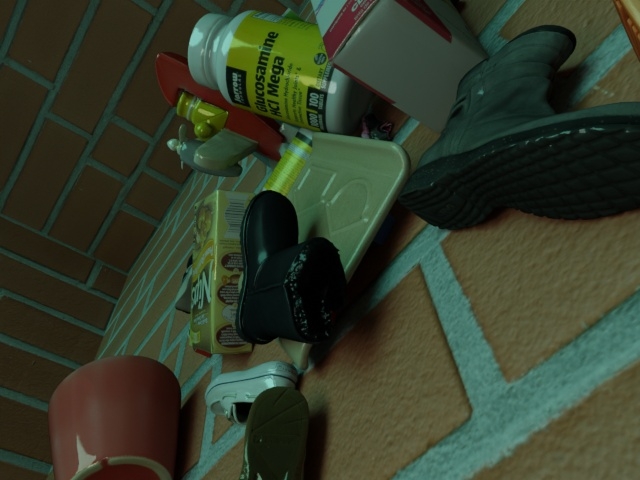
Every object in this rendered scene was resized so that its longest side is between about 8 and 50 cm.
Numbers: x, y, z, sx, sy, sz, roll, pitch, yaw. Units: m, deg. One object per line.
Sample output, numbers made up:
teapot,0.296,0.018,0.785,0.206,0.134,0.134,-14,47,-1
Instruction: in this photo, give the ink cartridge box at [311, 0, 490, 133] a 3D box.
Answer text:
ink cartridge box,0.111,-0.339,0.799,0.131,0.226,0.306,-46,38,34

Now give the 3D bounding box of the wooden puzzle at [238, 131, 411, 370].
wooden puzzle,0.000,0.000,0.861,0.348,0.080,0.322,-64,28,2

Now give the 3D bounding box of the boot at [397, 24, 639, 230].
boot,0.219,-0.138,0.534,0.338,0.118,0.223,-2,57,63

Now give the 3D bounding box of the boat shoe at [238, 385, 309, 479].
boat shoe,-0.062,0.321,0.614,0.089,0.104,0.285,88,-166,-47

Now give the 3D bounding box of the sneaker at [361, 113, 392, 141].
sneaker,0.108,-0.207,0.967,0.057,0.047,0.119,-21,33,18

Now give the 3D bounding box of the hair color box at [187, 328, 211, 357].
hair color box,-0.280,0.223,1.251,0.072,0.043,0.141,-63,21,-4

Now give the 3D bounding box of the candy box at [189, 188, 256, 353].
candy box,-0.206,0.067,1.076,0.183,0.087,0.317,-12,75,62

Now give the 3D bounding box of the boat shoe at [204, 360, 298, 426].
boat shoe,-0.125,0.254,0.823,0.226,0.083,0.076,-37,30,43

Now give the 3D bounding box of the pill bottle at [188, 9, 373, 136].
pill bottle,-0.075,-0.326,0.991,0.188,0.333,0.188,20,-90,-73

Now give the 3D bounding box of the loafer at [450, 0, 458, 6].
loafer,0.194,-0.439,1.027,0.220,0.080,0.078,16,89,69

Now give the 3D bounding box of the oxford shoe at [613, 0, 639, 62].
oxford shoe,0.320,-0.242,0.437,0.132,0.130,0.364,-20,50,37

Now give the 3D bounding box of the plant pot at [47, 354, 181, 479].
plant pot,-0.404,0.408,1.033,0.275,0.275,0.243,-55,31,11

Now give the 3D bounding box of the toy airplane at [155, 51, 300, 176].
toy airplane,-0.208,-0.255,1.257,0.272,0.386,0.384,-43,58,22

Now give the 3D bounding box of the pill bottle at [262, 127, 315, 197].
pill bottle,-0.044,-0.115,1.061,0.208,0.119,0.119,-57,22,6

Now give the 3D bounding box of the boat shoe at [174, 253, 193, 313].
boat shoe,-0.283,0.060,1.342,0.340,0.127,0.158,-39,38,43

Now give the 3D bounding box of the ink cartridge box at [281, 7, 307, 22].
ink cartridge box,0.023,-0.415,1.108,0.097,0.255,0.189,-64,23,-11

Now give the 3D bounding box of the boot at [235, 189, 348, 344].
boot,-0.038,0.023,0.717,0.207,0.094,0.247,-22,57,56

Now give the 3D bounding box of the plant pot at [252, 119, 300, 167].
plant pot,-0.201,-0.404,1.585,0.247,0.252,0.248,-56,23,7
